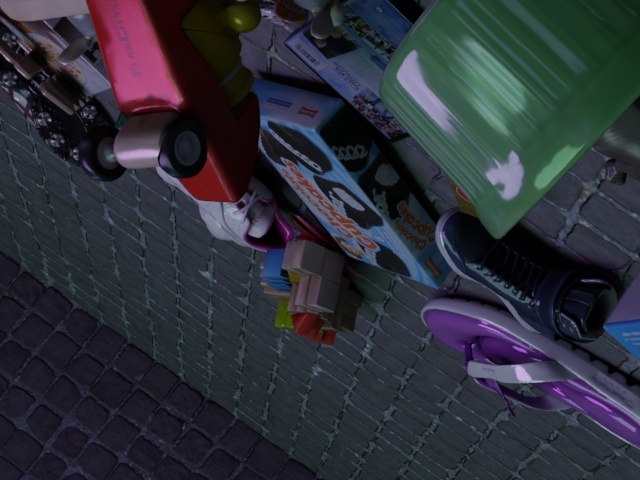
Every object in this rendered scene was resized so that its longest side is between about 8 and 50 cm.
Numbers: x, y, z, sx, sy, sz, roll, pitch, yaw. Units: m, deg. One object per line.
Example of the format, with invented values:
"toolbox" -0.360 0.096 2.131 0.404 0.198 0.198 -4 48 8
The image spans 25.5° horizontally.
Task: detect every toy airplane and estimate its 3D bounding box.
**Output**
"toy airplane" -0.159 -0.273 1.463 0.386 0.272 0.384 41 134 13
"toy airplane" 0.000 0.000 2.120 0.151 0.028 0.151 32 162 12

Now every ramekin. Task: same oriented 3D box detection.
"ramekin" 0.183 -0.159 1.053 0.148 0.303 0.303 44 161 5

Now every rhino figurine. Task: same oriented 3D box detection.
"rhino figurine" 0.308 -0.088 1.323 0.243 0.073 0.106 36 164 -2

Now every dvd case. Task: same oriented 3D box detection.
"dvd case" 0.075 -0.193 1.563 0.180 0.022 0.253 41 160 -14

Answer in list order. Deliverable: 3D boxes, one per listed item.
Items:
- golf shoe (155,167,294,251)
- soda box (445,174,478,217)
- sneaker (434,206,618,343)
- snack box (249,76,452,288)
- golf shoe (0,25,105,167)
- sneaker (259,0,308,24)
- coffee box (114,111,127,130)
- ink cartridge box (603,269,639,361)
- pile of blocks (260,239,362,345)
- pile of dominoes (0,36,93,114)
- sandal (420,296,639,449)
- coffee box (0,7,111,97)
"golf shoe" -0.132 -0.081 2.033 0.140 0.115 0.306 30 168 34
"soda box" 0.174 -0.085 1.542 0.061 0.058 0.181 20 161 25
"sneaker" 0.251 0.041 1.676 0.226 0.086 0.163 39 169 -24
"snack box" 0.031 -0.073 1.827 0.187 0.060 0.322 20 157 48
"golf shoe" -0.445 -0.237 2.277 0.273 0.105 0.120 52 172 -22
"sneaker" -0.039 -0.259 1.604 0.083 0.032 0.037 27 173 39
"coffee box" -0.211 -0.197 1.903 0.040 0.113 0.184 27 165 -26
"ink cartridge box" 0.480 0.131 1.437 0.307 0.129 0.223 42 159 -12
"pile of blocks" -0.032 0.093 2.113 0.149 0.112 0.362 9 166 9
"pile of dominoes" -0.409 -0.257 2.013 0.196 0.040 0.251 46 -166 -11
"sandal" 0.294 0.195 1.944 0.416 0.102 0.169 25 157 32
"coffee box" -0.362 -0.316 1.914 0.246 0.098 0.141 44 160 -20
